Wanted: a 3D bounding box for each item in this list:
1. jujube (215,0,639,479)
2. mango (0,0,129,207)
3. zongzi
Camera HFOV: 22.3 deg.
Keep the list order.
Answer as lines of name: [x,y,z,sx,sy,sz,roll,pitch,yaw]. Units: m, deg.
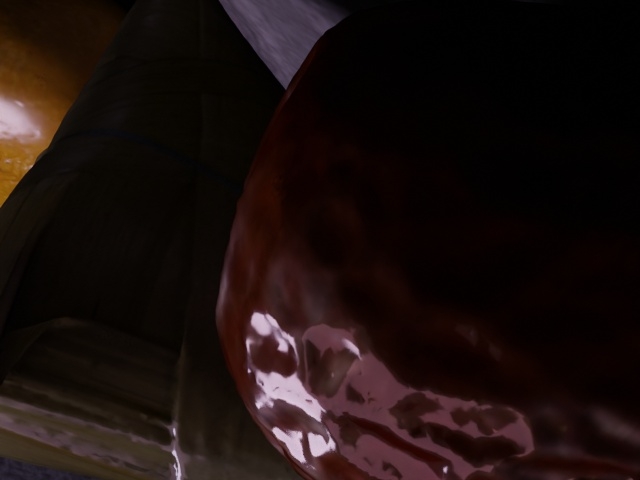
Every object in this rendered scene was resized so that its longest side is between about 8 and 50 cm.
jujube: [0.088,0.023,0.448,0.236,0.168,0.168,19,170,2]
mango: [-0.206,-0.092,0.997,0.295,0.120,0.177,3,142,47]
zongzi: [0.000,0.000,0.614,0.228,0.256,0.115,20,138,2]
